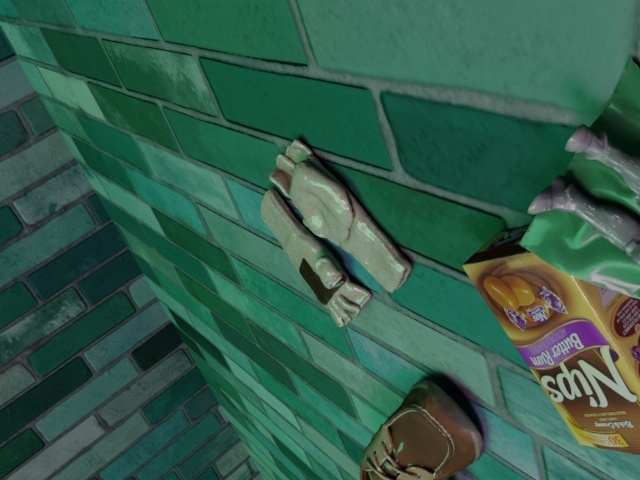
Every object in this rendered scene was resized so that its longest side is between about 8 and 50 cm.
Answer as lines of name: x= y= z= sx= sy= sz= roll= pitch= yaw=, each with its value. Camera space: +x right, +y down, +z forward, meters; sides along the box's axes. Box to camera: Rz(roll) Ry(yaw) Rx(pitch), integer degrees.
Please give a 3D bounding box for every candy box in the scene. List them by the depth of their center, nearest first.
candy box: x=0.202 y=0.075 z=0.514 sx=0.187 sy=0.053 sz=0.109 roll=54 pitch=157 yaw=-6

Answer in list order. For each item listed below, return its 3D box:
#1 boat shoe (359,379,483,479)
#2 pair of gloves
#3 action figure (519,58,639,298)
boat shoe: x=0.119 y=0.286 z=0.890 sx=0.123 sy=0.116 sz=0.324 roll=44 pitch=156 yaw=21
pair of gloves: x=0.000 y=0.000 z=0.809 sx=0.204 sy=0.042 sz=0.240 roll=51 pitch=156 yaw=6
action figure: x=0.229 y=0.020 z=0.363 sx=0.232 sy=0.063 sz=0.137 roll=37 pitch=134 yaw=23
